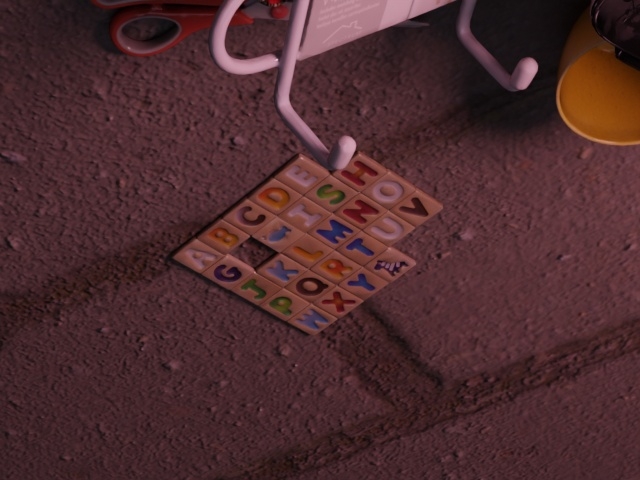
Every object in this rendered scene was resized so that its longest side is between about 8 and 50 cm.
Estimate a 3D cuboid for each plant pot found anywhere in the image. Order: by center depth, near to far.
[{"bbox_3d":[0.270,-0.164,1.611,0.134,0.095,0.134,-1,138,-1],"label":"plant pot"}]

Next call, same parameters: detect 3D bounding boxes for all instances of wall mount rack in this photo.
[{"bbox_3d":[0.095,-0.210,1.404,0.350,0.130,0.304,-25,150,-30],"label":"wall mount rack"}]

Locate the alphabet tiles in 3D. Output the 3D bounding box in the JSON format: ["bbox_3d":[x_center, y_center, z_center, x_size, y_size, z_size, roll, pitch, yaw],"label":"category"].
[{"bbox_3d":[0.000,0.000,1.849,0.198,0.009,0.237,31,129,-31],"label":"alphabet tiles"}]

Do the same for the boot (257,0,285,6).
[{"bbox_3d":[-0.080,-0.300,1.386,0.179,0.085,0.236,38,147,18],"label":"boot"}]

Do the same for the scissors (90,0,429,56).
[{"bbox_3d":[-0.055,-0.211,1.600,0.297,0.021,0.109,-3,136,4],"label":"scissors"}]

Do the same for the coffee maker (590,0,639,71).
[{"bbox_3d":[0.291,-0.226,1.480,0.171,0.178,0.120,6,138,-9],"label":"coffee maker"}]
